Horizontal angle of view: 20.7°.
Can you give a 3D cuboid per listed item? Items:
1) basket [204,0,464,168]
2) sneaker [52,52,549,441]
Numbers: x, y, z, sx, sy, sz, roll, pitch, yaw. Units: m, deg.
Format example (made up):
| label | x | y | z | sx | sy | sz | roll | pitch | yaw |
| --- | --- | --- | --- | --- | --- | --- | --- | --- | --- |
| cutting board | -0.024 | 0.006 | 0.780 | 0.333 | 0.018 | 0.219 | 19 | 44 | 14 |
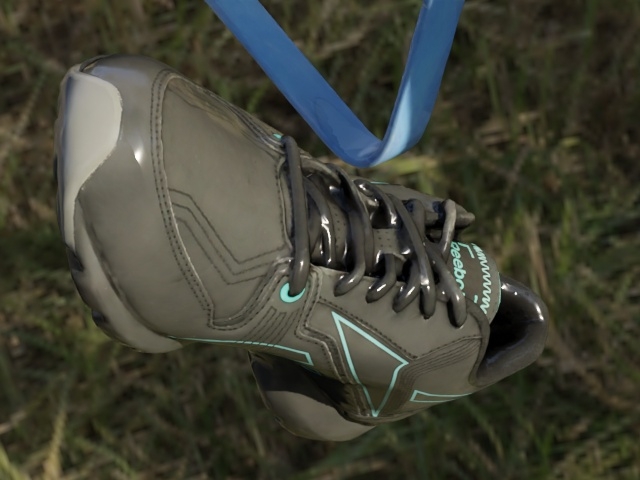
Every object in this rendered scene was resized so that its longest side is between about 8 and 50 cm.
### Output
| label | x | y | z | sx | sy | sz | roll | pitch | yaw |
| --- | --- | --- | --- | --- | --- | --- | --- | --- | --- |
| basket | -0.026 | -0.203 | 0.796 | 0.201 | 0.254 | 0.289 | -27 | 59 | -37 |
| sneaker | 0.000 | 0.000 | 0.617 | 0.106 | 0.267 | 0.101 | -8 | 70 | 21 |
